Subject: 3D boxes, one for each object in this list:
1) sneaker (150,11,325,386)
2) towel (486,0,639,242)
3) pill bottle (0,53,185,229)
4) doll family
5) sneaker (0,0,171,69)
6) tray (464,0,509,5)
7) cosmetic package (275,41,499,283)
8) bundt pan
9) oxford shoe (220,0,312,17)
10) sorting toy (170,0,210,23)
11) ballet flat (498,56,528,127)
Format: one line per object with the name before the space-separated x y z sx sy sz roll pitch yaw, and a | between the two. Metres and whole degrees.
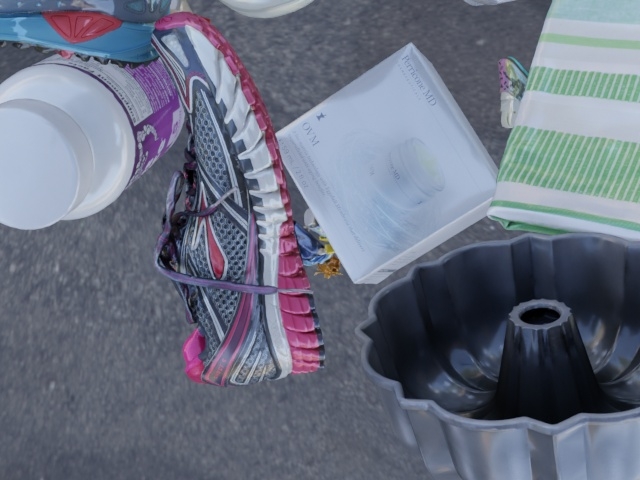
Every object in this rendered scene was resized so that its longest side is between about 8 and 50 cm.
sneaker | -0.075 -0.018 0.727 0.112 0.121 0.299 -13 112 -3
towel | 0.332 -0.143 1.056 0.038 0.248 0.325 51 55 -55
pill bottle | -0.268 -0.121 1.086 0.169 0.301 0.169 4 112 9
doll family | 0.000 0.000 1.724 0.263 0.118 0.163 -22 140 32
sneaker | -0.214 -0.199 0.661 0.262 0.104 0.125 -1 117 -45
tray | 0.094 -0.303 0.940 0.270 0.145 0.030 44 127 17
cosmetic package | 0.095 -0.094 1.282 0.225 0.138 0.224 -33 80 12
bundt pan | 0.202 0.117 0.881 0.331 0.331 0.124 -15 114 -10
oxford shoe | -0.110 -0.440 1.179 0.169 0.449 0.130 -19 148 0
sorting toy | -0.285 -0.331 1.457 0.255 0.257 0.089 9 76 10
ballet flat | 0.336 -0.185 1.555 0.079 0.077 0.221 -42 105 -1
